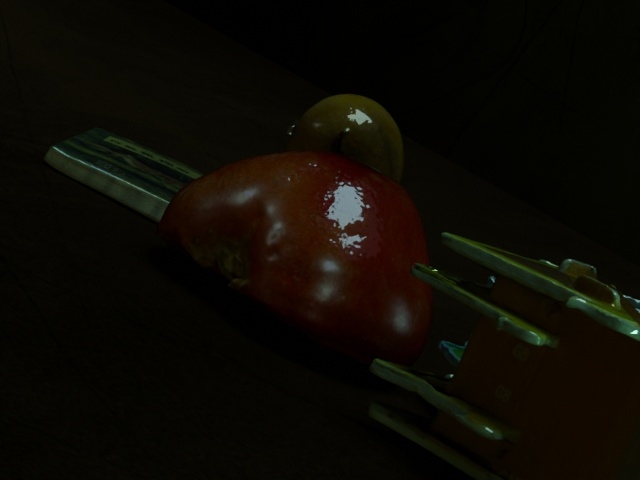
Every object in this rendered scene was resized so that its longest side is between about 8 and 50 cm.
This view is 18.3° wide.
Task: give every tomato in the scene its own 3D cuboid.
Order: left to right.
[{"bbox_3d":[0.000,0.000,1.535,0.233,0.139,0.200,33,3,33],"label":"tomato"}]

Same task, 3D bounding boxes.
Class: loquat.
[{"bbox_3d":[0.027,-0.096,2.202,0.141,0.141,0.141,27,8,-4],"label":"loquat"}]

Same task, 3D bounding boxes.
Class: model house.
[{"bbox_3d":[0.202,0.078,1.409,0.313,0.242,0.357,24,9,-3],"label":"model house"}]

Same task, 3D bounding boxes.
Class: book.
[{"bbox_3d":[-0.152,-0.053,1.767,0.160,0.024,0.228,25,9,0],"label":"book"}]
